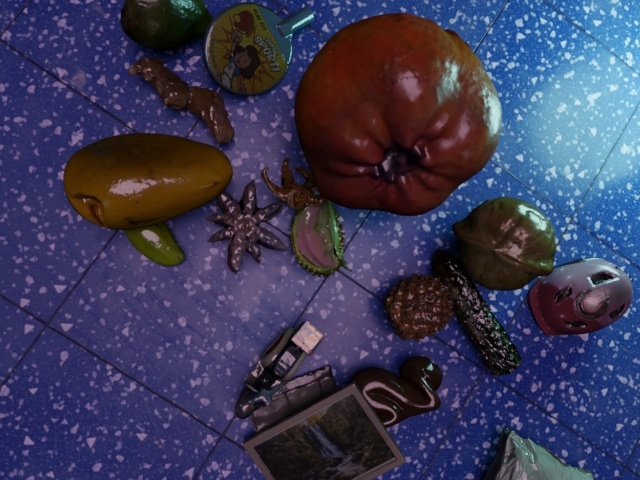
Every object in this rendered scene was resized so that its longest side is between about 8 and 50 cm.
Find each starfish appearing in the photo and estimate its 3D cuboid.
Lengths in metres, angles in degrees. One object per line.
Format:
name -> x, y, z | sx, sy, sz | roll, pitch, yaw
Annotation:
starfish -> -0.071, -0.139, 1.170 | 0.146, 0.190, 0.074 | -8, 131, -28

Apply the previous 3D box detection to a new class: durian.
durian -> -0.001, 0.006, 1.182 | 0.137, 0.095, 0.221 | -19, 57, 10

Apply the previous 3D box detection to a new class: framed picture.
framed picture -> 0.007, 0.505, 1.132 | 0.324, 0.020, 0.241 | -30, 97, 10

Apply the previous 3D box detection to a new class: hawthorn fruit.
hawthorn fruit -> 0.171, -0.295, 1.068 | 0.471, 0.472, 0.472 | 1, 86, -9

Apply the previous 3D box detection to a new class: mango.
mango -> -0.382, -0.145, 1.071 | 0.364, 0.253, 0.182 | -10, 132, -5
mango -> -0.399, -0.002, 1.143 | 0.165, 0.074, 0.091 | 40, 81, -3

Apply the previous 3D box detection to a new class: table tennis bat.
table tennis bat -> -0.149, -0.504, 1.204 | 0.329, 0.044, 0.215 | -39, 117, -19

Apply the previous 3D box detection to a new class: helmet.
helmet -> 0.715, 0.153, 1.265 | 0.253, 0.154, 0.198 | -26, 91, -14

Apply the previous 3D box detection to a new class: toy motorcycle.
toy motorcycle -> -0.108, 0.310, 1.116 | 0.091, 0.157, 0.263 | 41, 72, -3

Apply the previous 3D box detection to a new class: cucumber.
cucumber -> 0.400, 0.179, 1.241 | 0.096, 0.096, 0.359 | -31, 92, -9

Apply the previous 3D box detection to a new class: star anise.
star anise -> -0.183, -0.032, 1.165 | 0.229, 0.093, 0.236 | 24, 73, -10

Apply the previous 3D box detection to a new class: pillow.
pillow -> 0.540, 0.680, 1.204 | 0.283, 0.138, 0.310 | 26, 80, -6

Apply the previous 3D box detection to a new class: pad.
pad -> -0.057, 0.434, 1.191 | 0.233, 0.022, 0.174 | -18, 89, -10

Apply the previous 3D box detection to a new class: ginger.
ginger -> -0.326, -0.353, 1.167 | 0.290, 0.122, 0.084 | 37, 124, -3

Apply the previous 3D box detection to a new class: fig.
fig -> -0.345, -0.535, 1.145 | 0.235, 0.203, 0.203 | 23, 82, -29

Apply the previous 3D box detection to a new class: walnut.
walnut -> 0.458, 0.005, 1.183 | 0.282, 0.283, 0.227 | 19, 108, -7

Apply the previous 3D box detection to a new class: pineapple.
pineapple -> 0.257, 0.158, 1.186 | 0.193, 0.166, 0.166 | -23, 90, 1

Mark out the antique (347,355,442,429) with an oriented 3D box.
antique -> 0.188, 0.373, 1.187 | 0.256, 0.121, 0.143 | -17, 80, -2
